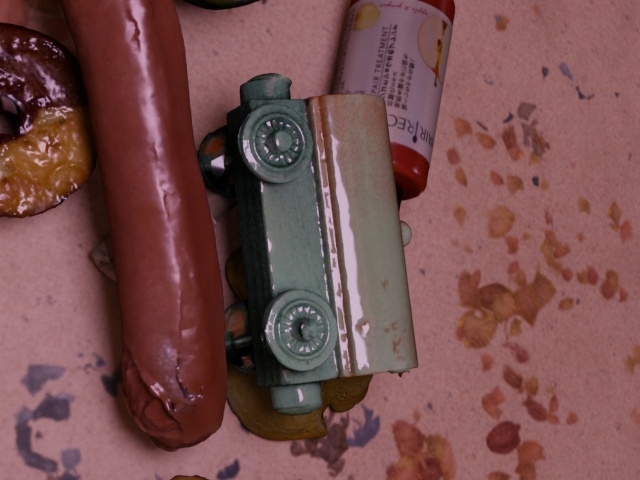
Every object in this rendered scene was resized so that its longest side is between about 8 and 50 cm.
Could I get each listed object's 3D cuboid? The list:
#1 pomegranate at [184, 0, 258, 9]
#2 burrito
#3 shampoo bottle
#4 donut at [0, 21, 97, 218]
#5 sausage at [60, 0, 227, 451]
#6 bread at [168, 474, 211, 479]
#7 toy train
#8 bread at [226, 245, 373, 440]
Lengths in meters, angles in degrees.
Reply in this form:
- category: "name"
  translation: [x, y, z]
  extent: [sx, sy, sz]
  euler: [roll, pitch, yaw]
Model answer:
- category: "pomegranate"
  translation: [-0.124, -0.278, 1.066]
  extent: [0.248, 0.214, 0.214]
  euler: [-30, 99, 4]
- category: "burrito"
  translation: [-0.119, -0.026, 1.088]
  extent: [0.188, 0.045, 0.058]
  euler: [-43, 106, -32]
- category: "shampoo bottle"
  translation: [0.058, -0.109, 1.184]
  extent: [0.104, 0.104, 0.278]
  euler: [20, 70, -28]
- category: "donut"
  translation: [-0.270, -0.092, 0.987]
  extent: [0.184, 0.073, 0.166]
  euler: [-12, 86, -35]
- category: "sausage"
  translation: [-0.134, -0.035, 0.993]
  extent: [0.094, 0.094, 0.418]
  euler: [-7, 97, 0]
- category: "bread"
  translation: [-0.105, 0.320, 0.962]
  extent: [0.204, 0.162, 0.262]
  euler: [-8, 62, -32]
- category: "toy train"
  translation: [0.000, 0.000, 1.059]
  extent: [0.177, 0.116, 0.285]
  euler: [-4, 83, -28]
- category: "bread"
  translation: [-0.026, 0.088, 1.117]
  extent: [0.149, 0.065, 0.187]
  euler: [-31, 99, -28]
